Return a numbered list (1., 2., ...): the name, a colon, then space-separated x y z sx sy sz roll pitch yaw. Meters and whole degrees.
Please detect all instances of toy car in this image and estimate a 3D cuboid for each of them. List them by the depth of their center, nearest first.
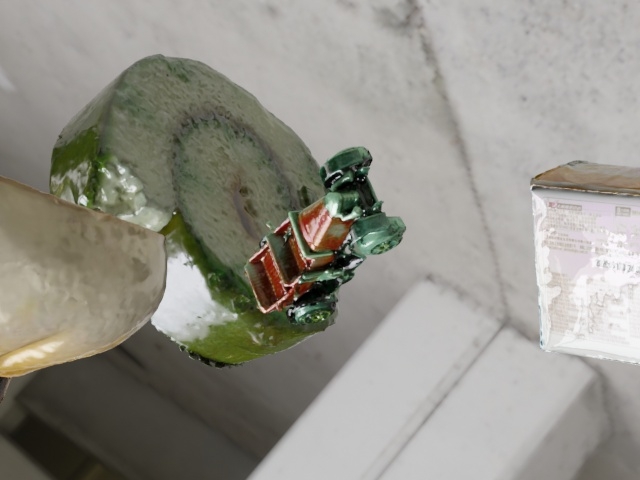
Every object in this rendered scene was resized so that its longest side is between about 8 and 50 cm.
1. toy car: 0.000 0.000 0.901 0.143 0.054 0.073 -49 56 52

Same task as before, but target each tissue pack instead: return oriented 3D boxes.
1. tissue pack: 0.332 0.023 1.321 0.225 0.124 0.185 8 108 40

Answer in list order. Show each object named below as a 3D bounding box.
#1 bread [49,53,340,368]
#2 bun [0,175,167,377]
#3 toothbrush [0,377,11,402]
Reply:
1. bread: -0.132 -0.036 1.558 0.382 0.129 0.366 0 -118 -51
2. bun: -0.276 0.029 1.112 0.299 0.165 0.299 19 178 1
3. toothbrush: -0.306 0.125 1.337 0.031 0.321 0.023 25 153 8
